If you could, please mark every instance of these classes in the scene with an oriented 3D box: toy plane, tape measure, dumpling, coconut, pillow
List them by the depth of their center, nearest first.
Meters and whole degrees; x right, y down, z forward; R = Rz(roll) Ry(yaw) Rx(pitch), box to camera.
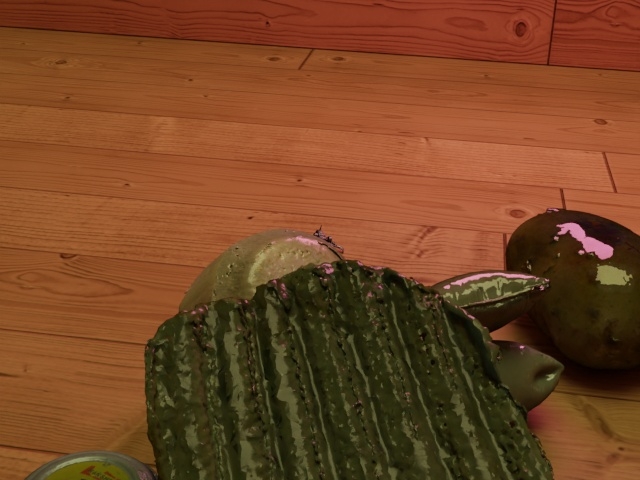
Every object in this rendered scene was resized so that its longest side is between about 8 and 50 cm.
[{"bbox_3d":[-0.293,0.248,0.994,0.330,0.084,0.164,18,26,30],"label":"tape measure"},{"bbox_3d":[0.178,0.180,1.194,0.217,0.149,0.105,-16,67,-26],"label":"dumpling"},{"bbox_3d":[-0.064,0.101,1.198,0.224,0.224,0.234,-11,-15,-27],"label":"coconut"},{"bbox_3d":[0.146,0.093,1.225,0.185,0.075,0.302,-13,-9,-13],"label":"pillow"},{"bbox_3d":[0.000,0.000,1.644,0.079,0.031,0.083,14,24,-11],"label":"toy plane"}]

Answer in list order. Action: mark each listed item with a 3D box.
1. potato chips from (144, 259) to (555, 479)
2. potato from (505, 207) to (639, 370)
[{"bbox_3d":[0.022,0.191,0.956,0.358,0.070,0.429,-13,55,-8],"label":"potato chips"},{"bbox_3d":[0.370,0.060,1.367,0.210,0.173,0.307,-9,29,-20],"label":"potato"}]
